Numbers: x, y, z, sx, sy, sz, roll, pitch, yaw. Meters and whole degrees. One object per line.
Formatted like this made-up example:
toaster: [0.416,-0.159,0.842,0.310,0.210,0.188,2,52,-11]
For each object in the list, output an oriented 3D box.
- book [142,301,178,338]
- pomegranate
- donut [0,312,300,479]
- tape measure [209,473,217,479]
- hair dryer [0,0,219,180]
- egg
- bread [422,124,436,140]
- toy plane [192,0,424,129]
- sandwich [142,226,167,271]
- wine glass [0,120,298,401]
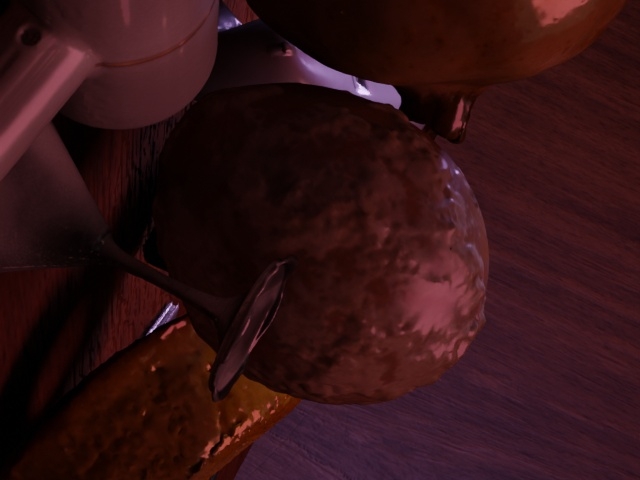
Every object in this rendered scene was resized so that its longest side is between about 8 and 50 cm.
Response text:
book: [-0.199,0.156,1.659,0.181,0.014,0.127,-56,171,-51]
pomegranate: [0.080,-0.236,1.083,0.307,0.307,0.307,-63,174,-12]
donut: [-0.132,0.160,1.337,0.303,0.110,0.303,-39,173,-6]
tape measure: [-0.164,0.257,1.925,0.235,0.115,0.207,14,100,-84]
hair dryer: [-0.175,-0.036,0.777,0.357,0.107,0.173,-52,170,-19]
egg: [0.000,0.000,1.076,0.203,0.245,0.203,-44,-162,18]
bread: [0.089,-0.181,2.138,0.246,0.135,0.232,-67,170,21]
toy plane: [-0.013,-0.114,1.236,0.118,0.252,0.252,-25,-158,39]
sandwich: [-0.091,-0.038,1.349,0.235,0.079,0.159,-177,-83,-77]
wine glass: [-0.114,0.010,0.951,0.122,0.183,0.122,-61,171,-17]
